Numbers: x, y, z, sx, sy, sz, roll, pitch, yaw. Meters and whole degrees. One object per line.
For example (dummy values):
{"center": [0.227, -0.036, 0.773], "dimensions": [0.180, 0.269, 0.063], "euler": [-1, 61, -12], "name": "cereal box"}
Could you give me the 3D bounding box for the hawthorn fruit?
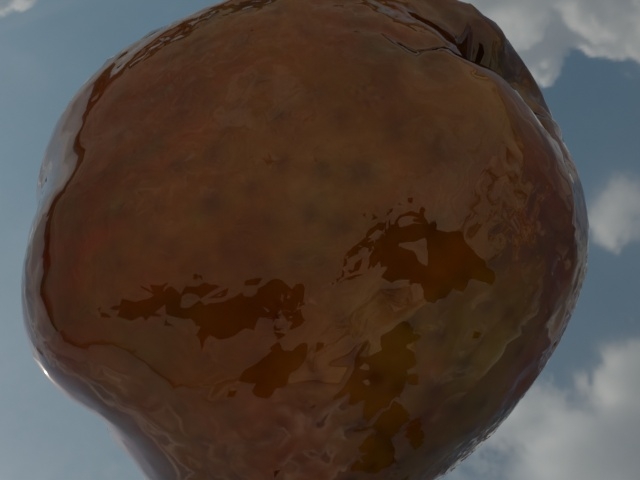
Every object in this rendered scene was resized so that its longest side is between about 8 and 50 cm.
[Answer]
{"center": [0.000, 0.000, 0.797], "dimensions": [0.472, 0.471, 0.471], "euler": [-10, -134, 10], "name": "hawthorn fruit"}
